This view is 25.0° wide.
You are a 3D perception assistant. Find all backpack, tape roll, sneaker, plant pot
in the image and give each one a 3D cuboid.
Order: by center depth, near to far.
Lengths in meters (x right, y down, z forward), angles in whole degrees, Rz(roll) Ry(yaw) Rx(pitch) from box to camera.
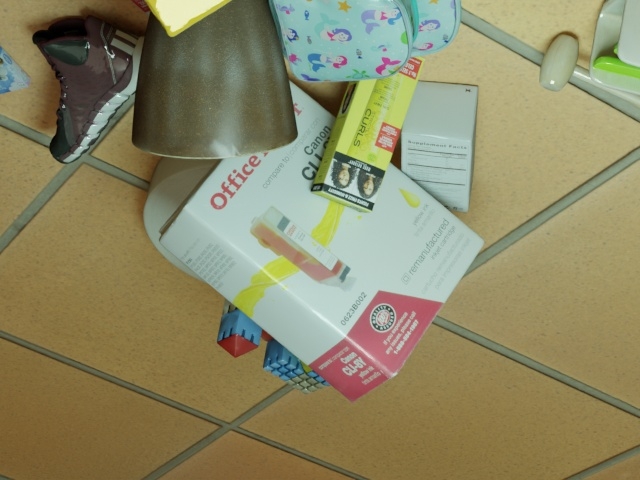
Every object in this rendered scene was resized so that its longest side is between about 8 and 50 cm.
[{"bbox_3d":[-0.138,-0.242,1.826,0.215,0.215,0.230,2,110,10],"label":"plant pot"},{"bbox_3d":[0.057,-0.322,1.841,0.253,0.191,0.225,-3,141,8],"label":"backpack"},{"bbox_3d":[-0.371,-0.240,2.141,0.162,0.106,0.281,30,130,-20],"label":"sneaker"},{"bbox_3d":[-0.099,-0.034,2.389,0.392,0.072,0.392,7,146,4],"label":"tape roll"}]

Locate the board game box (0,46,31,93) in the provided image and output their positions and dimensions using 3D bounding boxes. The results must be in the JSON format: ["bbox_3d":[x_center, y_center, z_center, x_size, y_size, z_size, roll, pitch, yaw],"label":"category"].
[{"bbox_3d":[-0.504,-0.259,2.201,0.090,0.020,0.090,-11,142,26],"label":"board game box"}]

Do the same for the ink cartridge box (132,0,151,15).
[{"bbox_3d":[-0.176,-0.328,1.941,0.063,0.109,0.150,-16,139,35],"label":"ink cartridge box"}]

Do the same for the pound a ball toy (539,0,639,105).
[{"bbox_3d":[0.475,-0.252,1.914,0.319,0.136,0.208,13,171,-6],"label":"pound a ball toy"}]

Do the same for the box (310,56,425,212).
[{"bbox_3d":[0.067,-0.160,2.026,0.087,0.232,0.058,22,173,-16],"label":"box"}]

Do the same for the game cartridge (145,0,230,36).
[{"bbox_3d":[-0.110,-0.433,1.650,0.323,0.053,0.285,-33,123,-2],"label":"game cartridge"}]

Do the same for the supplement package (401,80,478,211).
[{"bbox_3d":[0.176,-0.138,2.141,0.105,0.105,0.179,6,145,8],"label":"supplement package"}]

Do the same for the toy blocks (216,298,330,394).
[{"bbox_3d":[-0.011,0.117,2.294,0.381,0.261,0.190,33,139,-32],"label":"toy blocks"}]

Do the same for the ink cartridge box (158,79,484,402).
[{"bbox_3d":[0.000,0.000,2.108,0.384,0.279,0.160,39,152,-4],"label":"ink cartridge box"}]
